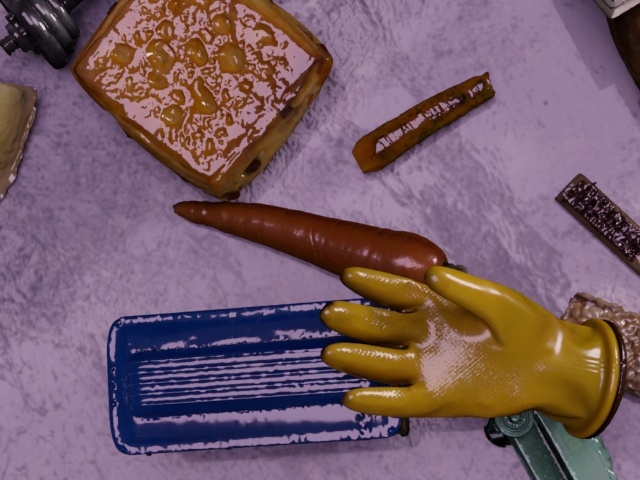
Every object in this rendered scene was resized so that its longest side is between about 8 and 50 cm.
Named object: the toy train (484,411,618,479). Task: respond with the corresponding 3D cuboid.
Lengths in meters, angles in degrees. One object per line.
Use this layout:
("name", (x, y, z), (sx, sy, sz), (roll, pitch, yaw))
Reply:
("toy train", (0.236, 0.212, 1.685), (0.099, 0.070, 0.172), (-27, 79, -8))

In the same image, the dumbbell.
("dumbbell", (-0.247, -0.288, 1.815), (0.254, 0.110, 0.110), (-40, 78, -7))

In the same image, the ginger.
("ginger", (-0.411, -0.101, 1.816), (0.122, 0.115, 0.193), (22, 92, 32))

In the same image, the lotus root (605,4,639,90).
("lotus root", (0.370, -0.230, 1.706), (0.145, 0.128, 0.260), (-26, 77, 13))

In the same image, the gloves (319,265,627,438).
("gloves", (0.133, 0.108, 1.574), (0.294, 0.116, 0.133), (12, 70, -19))

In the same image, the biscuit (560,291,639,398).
("biscuit", (0.317, 0.115, 1.686), (0.168, 0.070, 0.082), (22, 85, 14))

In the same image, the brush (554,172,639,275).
("brush", (0.345, 0.025, 1.715), (0.248, 0.036, 0.043), (45, 93, 12))

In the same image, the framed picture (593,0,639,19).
("framed picture", (0.326, -0.375, 1.718), (0.232, 0.019, 0.296), (-31, 49, 1))

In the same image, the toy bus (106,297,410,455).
("toy bus", (-0.058, 0.141, 1.679), (0.287, 0.175, 0.138), (-5, 82, 6))

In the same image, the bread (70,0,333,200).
("bread", (-0.126, -0.181, 1.782), (0.235, 0.099, 0.210), (38, 90, 6))

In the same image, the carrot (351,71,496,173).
("carrot", (0.112, -0.126, 1.769), (0.170, 0.042, 0.042), (-30, 78, 0))

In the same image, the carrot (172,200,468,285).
("carrot", (0.000, 0.000, 1.758), (0.336, 0.069, 0.069), (15, 83, 16))
